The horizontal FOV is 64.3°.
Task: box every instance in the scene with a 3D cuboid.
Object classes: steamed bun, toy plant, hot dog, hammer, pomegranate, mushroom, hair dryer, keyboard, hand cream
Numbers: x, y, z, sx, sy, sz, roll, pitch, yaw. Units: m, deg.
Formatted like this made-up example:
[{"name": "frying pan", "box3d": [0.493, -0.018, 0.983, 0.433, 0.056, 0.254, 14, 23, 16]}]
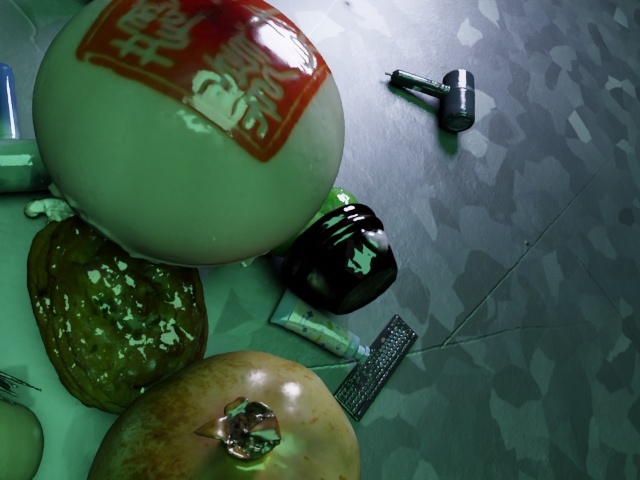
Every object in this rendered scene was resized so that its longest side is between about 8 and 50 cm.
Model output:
[{"name": "steamed bun", "box3d": [-0.142, -0.165, 0.610, 0.375, 0.241, 0.374, 9, 51, -12]}, {"name": "toy plant", "box3d": [0.000, 0.000, 0.814, 0.218, 0.175, 0.235, -15, 53, -39]}, {"name": "hot dog", "box3d": [-0.253, 0.088, 0.651, 0.196, 0.122, 0.272, -14, 84, -33]}, {"name": "hammer", "box3d": [-0.419, -0.156, 0.687, 0.116, 0.069, 0.193, -8, 73, -30]}, {"name": "pomegranate", "box3d": [-0.098, 0.270, 0.570, 0.319, 0.319, 0.319, 9, 69, -26]}, {"name": "mushroom", "box3d": [-0.354, -0.034, 0.706, 0.101, 0.019, 0.049, 17, 68, -23]}, {"name": "hair dryer", "box3d": [0.237, -0.324, 1.106, 0.219, 0.071, 0.124, 14, 67, -17]}, {"name": "keyboard", "box3d": [0.100, 0.214, 0.877, 0.063, 0.010, 0.198, 47, 58, -5]}, {"name": "hand cream", "box3d": [0.004, 0.146, 0.827, 0.171, 0.043, 0.065, 34, 61, -12]}]

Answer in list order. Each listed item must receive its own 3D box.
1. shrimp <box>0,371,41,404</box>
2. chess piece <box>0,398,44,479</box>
[{"name": "shrimp", "box3d": [-0.460, 0.075, 0.552, 0.343, 0.116, 0.145, 35, 63, -8]}, {"name": "chess piece", "box3d": [-0.356, 0.316, 0.515, 0.167, 0.167, 0.299, 9, 65, -26]}]
